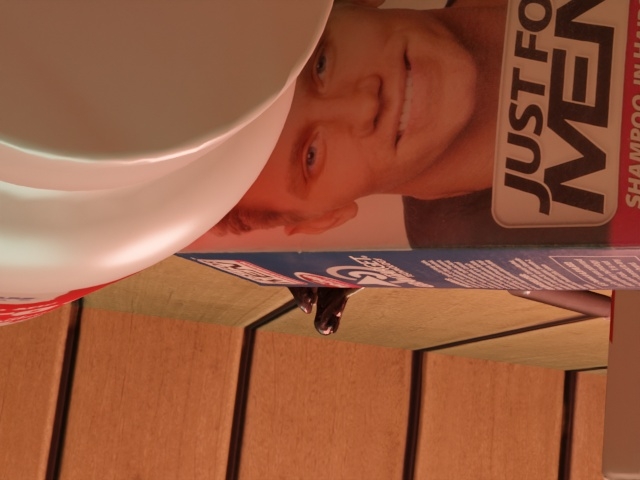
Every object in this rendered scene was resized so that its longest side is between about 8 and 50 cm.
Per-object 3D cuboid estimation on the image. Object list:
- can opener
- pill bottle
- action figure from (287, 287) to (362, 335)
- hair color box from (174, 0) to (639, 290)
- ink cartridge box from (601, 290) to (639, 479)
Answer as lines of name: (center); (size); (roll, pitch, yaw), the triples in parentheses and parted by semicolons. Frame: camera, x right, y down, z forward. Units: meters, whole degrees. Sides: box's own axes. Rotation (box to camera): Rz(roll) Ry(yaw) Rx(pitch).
can opener: (0.363, 0.062, 1.362); (0.280, 0.074, 0.093); (15, 171, -26)
pill bottle: (-0.149, -0.081, 0.510); (0.229, 0.229, 0.407); (11, 168, -22)
action figure: (0.083, -0.030, 0.908); (0.275, 0.141, 0.164); (-29, 144, 25)
hair color box: (0.081, -0.065, 0.602); (0.347, 0.174, 0.105); (-2, 166, 35)
ink cartridge box: (0.472, 0.101, 0.969); (0.384, 0.279, 0.160); (8, 167, -10)
